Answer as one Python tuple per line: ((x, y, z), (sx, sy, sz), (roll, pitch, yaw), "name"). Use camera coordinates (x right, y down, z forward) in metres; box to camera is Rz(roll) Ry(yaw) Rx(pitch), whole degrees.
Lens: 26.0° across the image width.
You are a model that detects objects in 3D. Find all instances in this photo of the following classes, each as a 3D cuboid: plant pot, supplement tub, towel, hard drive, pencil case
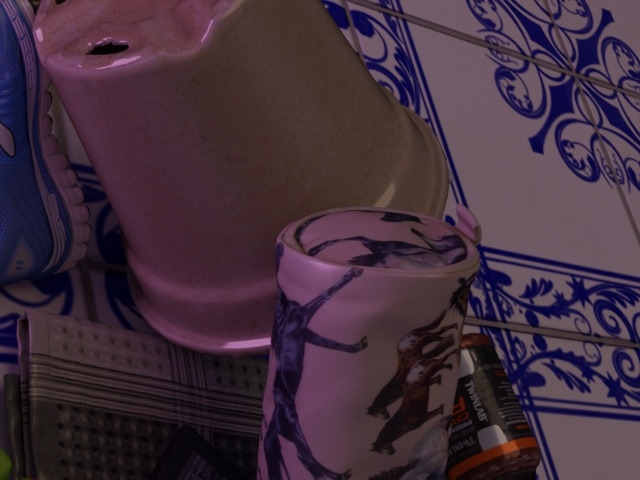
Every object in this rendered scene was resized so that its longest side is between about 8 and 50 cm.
((-0.090, -0.118, 1.243), (0.305, 0.334, 0.333), (60, 25, -42), "plant pot")
((0.175, 0.208, 1.525), (0.106, 0.106, 0.198), (0, 60, -45), "supplement tub")
((-0.138, 0.227, 1.255), (0.324, 0.056, 0.312), (17, 52, -38), "towel")
((-0.092, 0.240, 1.230), (0.135, 0.022, 0.094), (44, 40, -13), "hard drive")
((0.040, 0.173, 1.147), (0.184, 0.160, 0.410), (-3, 106, -29), "pencil case")

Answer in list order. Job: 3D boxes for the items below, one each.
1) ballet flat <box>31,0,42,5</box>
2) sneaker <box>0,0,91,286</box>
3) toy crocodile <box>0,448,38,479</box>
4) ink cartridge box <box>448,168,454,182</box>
((-0.296, -0.281, 1.461), (0.248, 0.086, 0.086), (-17, 72, -49), "ballet flat")
((-0.316, -0.110, 1.221), (0.147, 0.130, 0.330), (-27, 104, -44), "sneaker")
((-0.213, 0.228, 1.065), (0.341, 0.115, 0.105), (23, 16, 6), "toy crocodile")
((0.000, 0.000, 1.471), (0.065, 0.165, 0.333), (53, 37, 3), "ink cartridge box")
